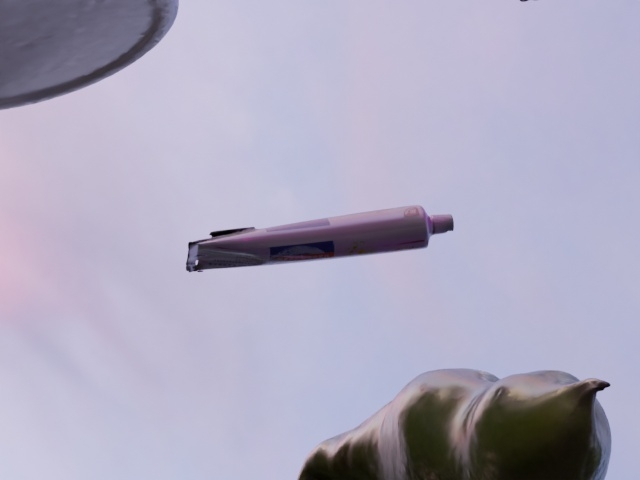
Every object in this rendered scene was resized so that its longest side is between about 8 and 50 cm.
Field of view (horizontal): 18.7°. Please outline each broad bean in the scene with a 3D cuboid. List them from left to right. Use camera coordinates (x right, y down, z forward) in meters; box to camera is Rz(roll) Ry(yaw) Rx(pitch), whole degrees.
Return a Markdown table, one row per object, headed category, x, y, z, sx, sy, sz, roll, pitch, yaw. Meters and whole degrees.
| category | x | y | z | sx | sy | sz | roll | pitch | yaw |
| --- | --- | --- | --- | --- | --- | --- | --- | --- | --- |
| broad bean | 0.049 | 0.109 | 0.852 | 0.318 | 0.056 | 0.098 | 131 | -47 | -59 |

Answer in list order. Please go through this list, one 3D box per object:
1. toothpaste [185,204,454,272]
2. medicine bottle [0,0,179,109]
| category | x | y | z | sx | sy | sz | roll | pitch | yaw |
| --- | --- | --- | --- | --- | --- | --- | --- | --- | --- |
| toothpaste | 0.000 | 0.000 | 1.213 | 0.045 | 0.170 | 0.028 | 107 | -26 | -69 |
| medicine bottle | -0.176 | -0.215 | 0.951 | 0.165 | 0.165 | 0.273 | 127 | -50 | -63 |
